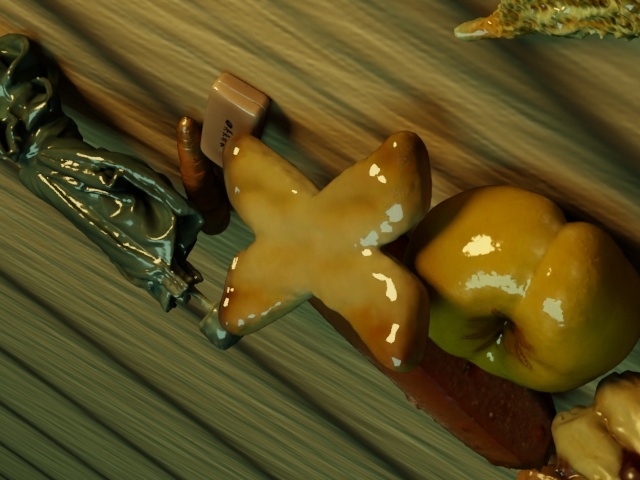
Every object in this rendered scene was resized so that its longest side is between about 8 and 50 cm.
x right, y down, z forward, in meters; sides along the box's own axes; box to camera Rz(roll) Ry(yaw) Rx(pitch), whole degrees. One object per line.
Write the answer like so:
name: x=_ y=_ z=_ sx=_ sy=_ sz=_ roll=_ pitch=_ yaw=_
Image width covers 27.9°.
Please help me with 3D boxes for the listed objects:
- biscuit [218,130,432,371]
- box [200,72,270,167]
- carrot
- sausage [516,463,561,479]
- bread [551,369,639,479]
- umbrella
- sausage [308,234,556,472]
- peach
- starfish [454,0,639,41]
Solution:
biscuit: x=0.000 y=0.001 z=0.940 sx=0.047 sy=0.164 sz=0.208 roll=-5 pitch=-172 yaw=-42
box: x=-0.071 y=-0.091 z=1.035 sx=0.048 sy=0.025 sz=0.115 roll=30 pitch=155 yaw=2
carrot: x=-0.106 y=-0.056 z=1.131 sx=0.036 sy=0.035 sz=0.165 roll=23 pitch=153 yaw=20
sausage: x=0.273 y=0.300 z=1.287 sx=0.098 sy=0.098 sz=0.238 roll=3 pitch=144 yaw=47
bread: x=0.347 y=0.254 z=0.873 sx=0.314 sy=0.370 sz=0.191 roll=22 pitch=126 yaw=-30
umbrella: x=-0.186 y=-0.042 z=1.139 sx=0.349 sy=0.094 sz=0.143 roll=42 pitch=169 yaw=9
sausage: x=0.088 y=0.083 z=1.088 sx=0.330 sy=0.102 sz=0.102 roll=44 pitch=153 yaw=-25
peach: x=0.144 y=0.035 z=0.923 sx=0.179 sy=0.103 sz=0.179 roll=23 pitch=153 yaw=12
starfish: x=0.193 y=-0.136 z=0.589 sx=0.358 sy=0.078 sz=0.347 roll=18 pitch=149 yaw=29
